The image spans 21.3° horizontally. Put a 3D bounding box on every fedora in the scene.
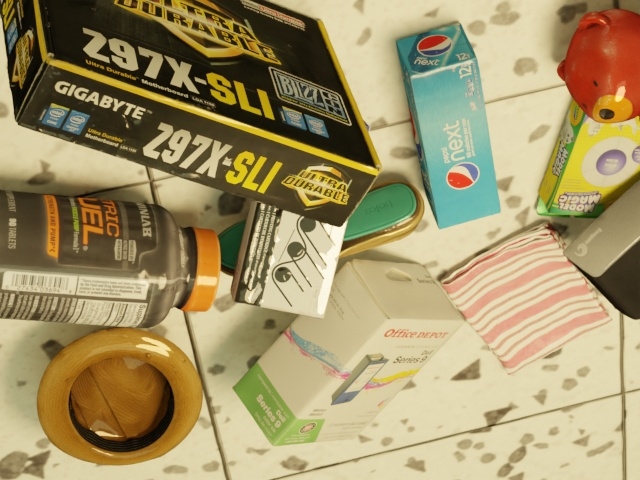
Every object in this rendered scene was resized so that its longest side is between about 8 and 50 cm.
[{"bbox_3d":[-0.223,0.160,1.873,0.194,0.079,0.194,-6,125,-9],"label":"fedora"}]

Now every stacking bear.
[{"bbox_3d":[0.383,-0.146,1.698,0.289,0.164,0.175,18,154,-1],"label":"stacking bear"}]

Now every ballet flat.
[{"bbox_3d":[0.000,0.000,1.805,0.232,0.080,0.073,-14,161,0],"label":"ballet flat"}]

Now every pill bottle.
[{"bbox_3d":[-0.228,0.022,1.720,0.246,0.130,0.130,5,128,-20],"label":"pill bottle"}]

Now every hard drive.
[{"bbox_3d":[0.403,-0.025,1.865,0.255,0.054,0.172,-41,139,8],"label":"hard drive"}]

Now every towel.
[{"bbox_3d":[0.240,0.072,1.957,0.144,0.029,0.197,-29,131,11],"label":"towel"}]

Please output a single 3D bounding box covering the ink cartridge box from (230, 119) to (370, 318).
[{"bbox_3d":[-0.022,-0.030,1.727,0.097,0.046,0.207,12,102,-11],"label":"ink cartridge box"}]

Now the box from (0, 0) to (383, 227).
[{"bbox_3d":[-0.123,-0.155,1.514,0.322,0.257,0.079,18,123,-27],"label":"box"}]

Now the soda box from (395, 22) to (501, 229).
[{"bbox_3d":[0.132,-0.115,1.742,0.071,0.067,0.210,-16,132,-1],"label":"soda box"}]

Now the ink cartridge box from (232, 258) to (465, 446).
[{"bbox_3d":[0.032,0.124,1.869,0.154,0.093,0.212,5,131,-53],"label":"ink cartridge box"}]

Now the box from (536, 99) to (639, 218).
[{"bbox_3d":[0.304,-0.088,1.830,0.105,0.043,0.179,2,131,-17],"label":"box"}]
